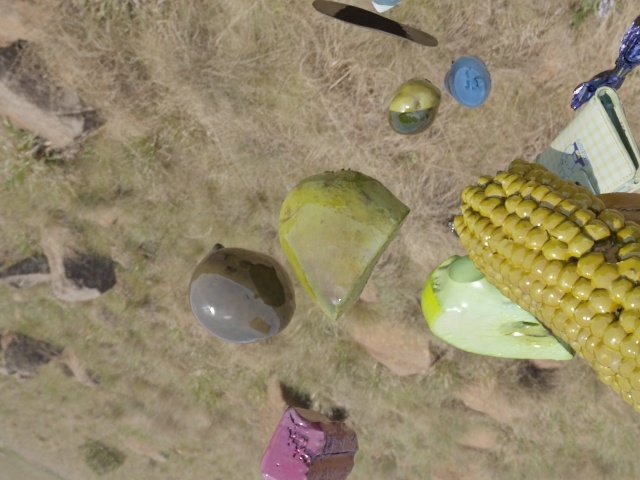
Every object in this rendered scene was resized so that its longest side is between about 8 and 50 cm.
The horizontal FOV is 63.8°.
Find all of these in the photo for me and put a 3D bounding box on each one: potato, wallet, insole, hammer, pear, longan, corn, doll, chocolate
[{"bbox_3d":[0.250,-0.363,1.399,0.136,0.200,0.155,0,110,1],"label":"potato"},{"bbox_3d":[0.605,-0.173,1.174,0.077,0.224,0.309,-10,165,-2],"label":"wallet"},{"bbox_3d":[0.136,-0.538,1.269,0.327,0.111,0.007,18,137,-1],"label":"insole"},{"bbox_3d":[0.436,-0.068,1.353,0.200,0.021,0.078,-31,108,6],"label":"hammer"},{"bbox_3d":[0.355,0.125,1.078,0.281,0.177,0.286,-16,137,41],"label":"pear"},{"bbox_3d":[0.000,0.000,1.186,0.280,0.212,0.331,38,128,13],"label":"potato"},{"bbox_3d":[-0.207,0.135,1.350,0.300,0.300,0.243,40,105,-17],"label":"longan"},{"bbox_3d":[0.189,0.043,0.310,0.320,0.096,0.097,53,171,48],"label":"corn"},{"bbox_3d":[0.511,-0.555,1.793,0.140,0.314,0.177,-22,107,8],"label":"doll"},{"bbox_3d":[0.920,-0.527,1.601,0.126,0.148,0.343,37,146,7],"label":"chocolate"}]

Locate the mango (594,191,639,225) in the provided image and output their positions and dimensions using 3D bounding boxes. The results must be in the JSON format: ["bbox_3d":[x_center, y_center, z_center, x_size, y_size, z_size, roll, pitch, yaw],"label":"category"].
[{"bbox_3d":[0.404,0.010,0.617,0.248,0.156,0.151,-6,145,35],"label":"mango"}]

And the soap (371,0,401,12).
[{"bbox_3d":[0.152,-0.766,1.239,0.208,0.115,0.347,-27,137,13],"label":"soap"}]

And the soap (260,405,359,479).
[{"bbox_3d":[-0.016,0.506,1.188,0.127,0.220,0.325,21,168,29],"label":"soap"}]
